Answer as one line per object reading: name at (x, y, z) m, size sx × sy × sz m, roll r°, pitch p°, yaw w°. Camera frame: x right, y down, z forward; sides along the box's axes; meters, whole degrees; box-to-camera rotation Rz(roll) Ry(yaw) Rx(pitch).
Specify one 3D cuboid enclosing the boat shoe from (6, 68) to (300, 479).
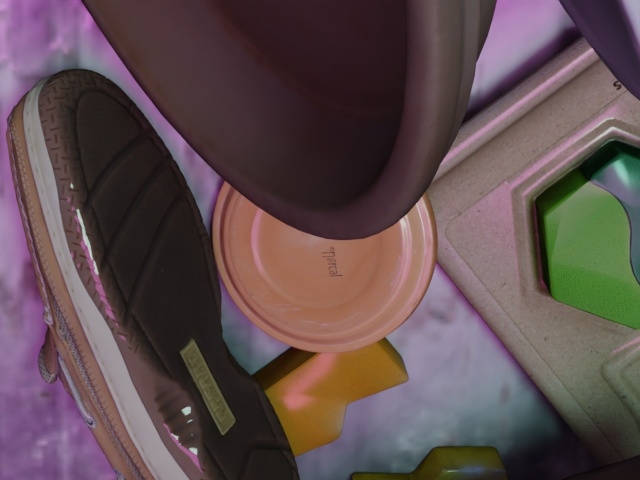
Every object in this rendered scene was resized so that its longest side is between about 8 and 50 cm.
boat shoe at (-0.075, 0.034, 0.563) m, size 0.072 × 0.068 × 0.190 m, roll -10°, pitch 106°, yaw 35°

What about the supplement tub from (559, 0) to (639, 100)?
supplement tub at (0.176, -0.204, 0.386) m, size 0.331 × 0.241 × 0.241 m, roll -30°, pitch 114°, yaw 7°

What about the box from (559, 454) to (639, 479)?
box at (0.009, 0.229, 0.568) m, size 0.381 × 0.143 × 0.191 m, roll -23°, pitch 115°, yaw 19°

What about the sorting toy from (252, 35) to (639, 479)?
sorting toy at (0.134, 0.029, 0.594) m, size 0.307 × 0.041 × 0.229 m, roll -37°, pitch 113°, yaw 10°

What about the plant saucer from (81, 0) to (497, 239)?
plant saucer at (-0.040, -0.130, 0.390) m, size 0.041 × 0.278 × 0.278 m, roll -29°, pitch 116°, yaw -17°

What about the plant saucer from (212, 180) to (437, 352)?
plant saucer at (0.000, 0.000, 0.562) m, size 0.083 × 0.013 × 0.084 m, roll 4°, pitch 102°, yaw 17°
